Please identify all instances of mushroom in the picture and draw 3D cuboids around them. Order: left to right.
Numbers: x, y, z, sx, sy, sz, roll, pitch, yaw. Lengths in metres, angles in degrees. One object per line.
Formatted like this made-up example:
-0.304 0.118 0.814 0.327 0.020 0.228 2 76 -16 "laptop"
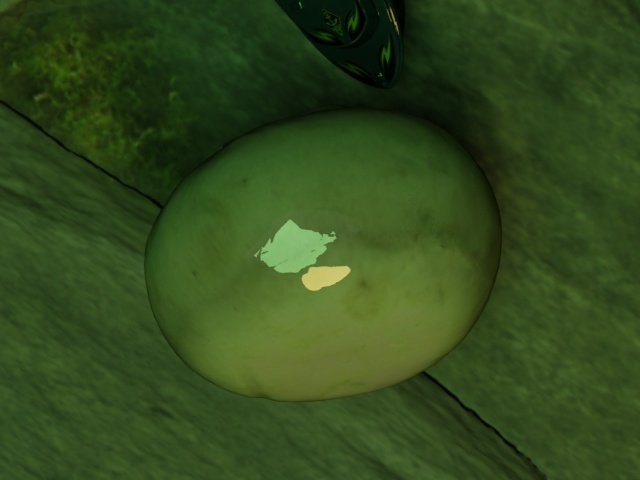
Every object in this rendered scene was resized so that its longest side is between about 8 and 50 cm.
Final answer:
0.000 0.000 1.251 0.246 0.202 0.246 -8 140 -7 "mushroom"

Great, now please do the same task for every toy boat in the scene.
-0.015 -0.205 1.231 0.093 0.103 0.246 -18 110 45 "toy boat"
